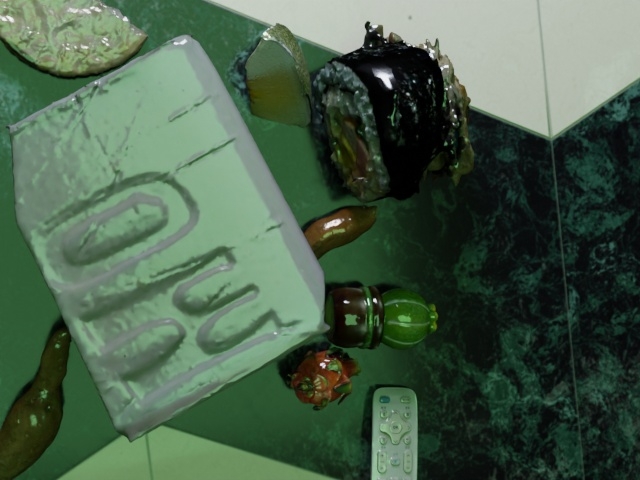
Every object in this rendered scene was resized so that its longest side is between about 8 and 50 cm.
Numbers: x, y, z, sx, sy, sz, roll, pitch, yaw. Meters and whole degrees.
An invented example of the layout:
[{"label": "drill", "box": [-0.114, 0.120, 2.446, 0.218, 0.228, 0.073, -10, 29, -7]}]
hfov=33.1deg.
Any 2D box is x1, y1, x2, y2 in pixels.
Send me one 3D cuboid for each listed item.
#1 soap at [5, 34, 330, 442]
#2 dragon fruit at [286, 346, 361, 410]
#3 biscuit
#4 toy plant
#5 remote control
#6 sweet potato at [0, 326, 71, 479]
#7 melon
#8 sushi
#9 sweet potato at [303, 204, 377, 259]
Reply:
[{"label": "soap", "box": [-0.213, -0.004, 1.431, 0.350, 0.213, 0.435, -25, 95, -2]}, {"label": "dragon fruit", "box": [0.009, 0.196, 1.569, 0.116, 0.081, 0.086, -31, 97, -33]}, {"label": "biscuit", "box": [-0.375, -0.304, 1.486, 0.250, 0.032, 0.133, 33, 85, -12]}, {"label": "toy plant", "box": [0.091, 0.113, 1.575, 0.162, 0.093, 0.093, 3, 92, -12]}, {"label": "remote control", "box": [0.106, 0.335, 1.615, 0.073, 0.044, 0.229, 2, 84, -15]}, {"label": "sweet potato", "box": [-0.387, 0.235, 1.478, 0.075, 0.075, 0.269, 24, 103, -12]}, {"label": "melon", "box": [-0.064, -0.253, 1.522, 0.093, 0.202, 0.139, -6, 59, 6]}, {"label": "sushi", "box": [0.123, -0.176, 1.508, 0.218, 0.225, 0.238, -11, 117, -27]}, {"label": "sweet potato", "box": [0.000, 0.000, 1.572, 0.195, 0.056, 0.056, -32, 99, -4]}]
